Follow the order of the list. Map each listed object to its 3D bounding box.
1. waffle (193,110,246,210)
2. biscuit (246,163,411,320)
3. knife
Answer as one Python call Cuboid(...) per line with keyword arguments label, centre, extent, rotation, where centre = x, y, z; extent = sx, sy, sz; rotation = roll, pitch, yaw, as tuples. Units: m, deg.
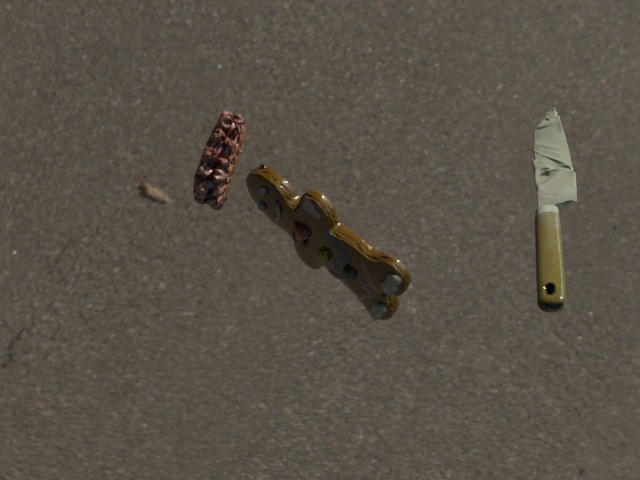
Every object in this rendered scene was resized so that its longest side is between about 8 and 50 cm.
Cuboid(label="waffle", centre=(-0.078, -0.062, 0.700), extent=(0.029, 0.083, 0.075), rotation=(16, 85, -4))
Cuboid(label="biscuit", centre=(0.000, 0.000, 0.916), extent=(0.205, 0.138, 0.031), rotation=(42, 69, 12))
Cuboid(label="knife", centre=(0.240, -0.042, 0.930), extent=(0.017, 0.047, 0.298), rotation=(57, 29, -35))
